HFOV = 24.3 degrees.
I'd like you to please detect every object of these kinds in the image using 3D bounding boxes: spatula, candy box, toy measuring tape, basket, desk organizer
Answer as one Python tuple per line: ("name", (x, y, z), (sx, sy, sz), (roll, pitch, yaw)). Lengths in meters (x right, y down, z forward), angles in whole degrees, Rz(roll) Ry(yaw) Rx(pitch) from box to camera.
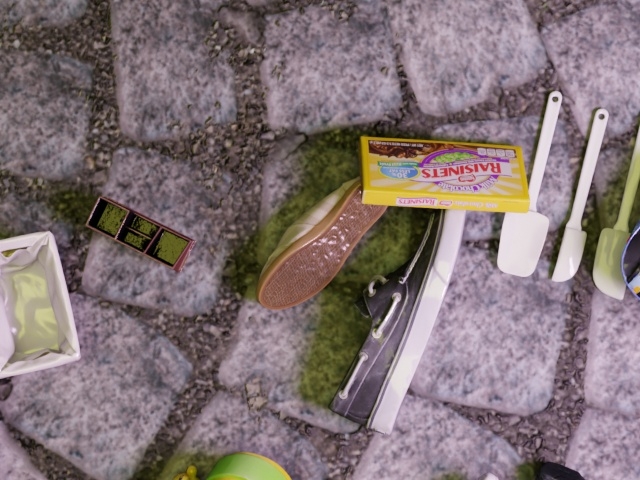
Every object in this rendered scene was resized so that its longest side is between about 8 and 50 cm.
("spatula", (0.325, -0.061, 1.865), (0.168, 0.019, 0.242), (13, 88, 6))
("candy box", (0.151, -0.082, 1.830), (0.206, 0.027, 0.105), (3, 47, -5))
("toy measuring tape", (-0.033, 0.332, 1.803), (0.330, 0.121, 0.121), (14, 88, 16))
("basket", (-0.369, 0.082, 1.861), (0.113, 0.103, 0.167), (-13, 87, -7))
("desk organizer", (-0.230, -0.009, 1.888), (0.130, 0.050, 0.047), (26, 89, 6))

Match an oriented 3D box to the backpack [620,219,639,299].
("backpack", (0.449, 0.015, 1.800), (0.158, 0.117, 0.173), (37, 89, 5))

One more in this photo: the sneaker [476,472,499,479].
("sneaker", (0.197, 0.401, 1.822), (0.121, 0.079, 0.217), (30, 97, 2))

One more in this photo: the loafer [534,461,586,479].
("loafer", (0.339, 0.333, 1.825), (0.170, 0.062, 0.061), (25, 111, 9))

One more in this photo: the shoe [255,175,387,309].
("shoe", (0.000, 0.000, 1.872), (0.219, 0.058, 0.076), (-45, 120, 4))

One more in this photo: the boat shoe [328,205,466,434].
("boat shoe", (0.093, 0.085, 1.836), (0.102, 0.108, 0.301), (21, 95, 5))
